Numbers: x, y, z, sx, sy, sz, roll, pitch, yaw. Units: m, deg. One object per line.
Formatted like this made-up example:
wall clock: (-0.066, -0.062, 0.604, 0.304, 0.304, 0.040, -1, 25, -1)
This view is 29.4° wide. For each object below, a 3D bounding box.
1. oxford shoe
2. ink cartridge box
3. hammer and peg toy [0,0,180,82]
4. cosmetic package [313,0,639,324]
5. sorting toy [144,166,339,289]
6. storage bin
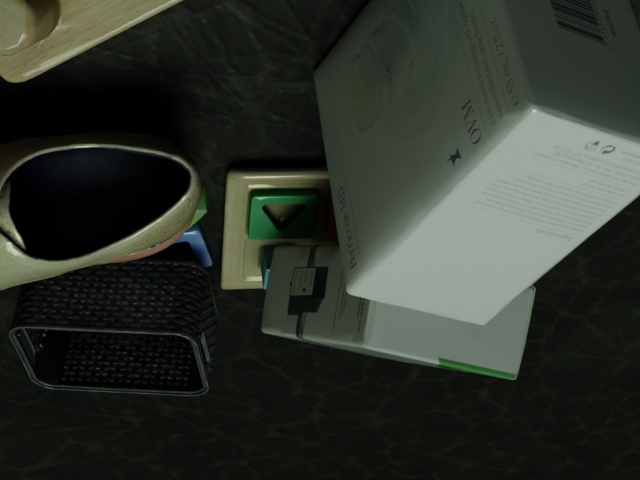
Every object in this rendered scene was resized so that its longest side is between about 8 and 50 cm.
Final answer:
oxford shoe: (-0.284, -0.016, 0.948, 0.397, 0.140, 0.146, -18, 180, -14)
ink cartridge box: (0.060, 0.059, 1.062, 0.153, 0.087, 0.208, 14, 174, -25)
hammer and peg toy: (-0.170, -0.228, 0.642, 0.361, 0.127, 0.266, -24, 105, 12)
cosmetic package: (0.114, -0.096, 0.900, 0.138, 0.224, 0.225, 13, 139, -27)
sorting toy: (0.000, 0.000, 1.166, 0.347, 0.047, 0.196, -2, 144, -9)
storage bin: (-0.196, 0.083, 1.188, 0.180, 0.084, 0.122, 2, 145, 5)
